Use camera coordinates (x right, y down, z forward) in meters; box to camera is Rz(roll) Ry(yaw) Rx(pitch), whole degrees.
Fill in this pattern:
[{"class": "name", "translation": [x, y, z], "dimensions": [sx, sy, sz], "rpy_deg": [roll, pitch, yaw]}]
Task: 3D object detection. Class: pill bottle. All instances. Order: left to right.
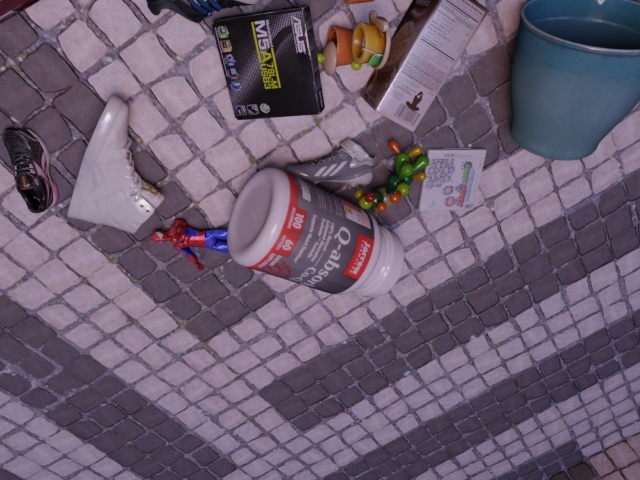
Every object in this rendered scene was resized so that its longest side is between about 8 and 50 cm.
[{"class": "pill bottle", "translation": [0.000, 0.000, 1.027], "dimensions": [0.362, 0.210, 0.210], "rpy_deg": [21, 115, -33]}]

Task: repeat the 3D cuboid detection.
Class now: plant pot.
[{"class": "plant pot", "translation": [0.505, -0.314, 0.938], "dimensions": [0.271, 0.272, 0.255], "rpy_deg": [-7, 136, -6]}]

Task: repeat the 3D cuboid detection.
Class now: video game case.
[{"class": "video game case", "translation": [0.314, -0.144, 1.127], "dimensions": [0.143, 0.019, 0.157], "rpy_deg": [-2, 120, -9]}]

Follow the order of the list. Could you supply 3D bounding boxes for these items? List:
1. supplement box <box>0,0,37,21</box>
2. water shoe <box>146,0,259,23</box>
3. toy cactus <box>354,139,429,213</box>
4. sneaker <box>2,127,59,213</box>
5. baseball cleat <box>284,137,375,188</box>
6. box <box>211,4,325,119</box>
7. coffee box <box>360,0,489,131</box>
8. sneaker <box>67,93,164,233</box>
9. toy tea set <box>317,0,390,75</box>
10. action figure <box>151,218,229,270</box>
[{"class": "supplement box", "translation": [-0.566, -0.482, 0.742], "dimensions": [0.130, 0.073, 0.240], "rpy_deg": [-25, 120, 6]}, {"class": "water shoe", "translation": [-0.211, -0.437, 0.845], "dimensions": [0.202, 0.073, 0.080], "rpy_deg": [5, 141, -8]}, {"class": "toy cactus", "translation": [0.148, -0.120, 1.049], "dimensions": [0.112, 0.219, 0.180], "rpy_deg": [40, 151, 4]}, {"class": "sneaker", "translation": [-0.579, -0.135, 0.939], "dimensions": [0.071, 0.077, 0.178], "rpy_deg": [-13, 121, -4]}, {"class": "baseball cleat", "translation": [0.022, -0.175, 1.037], "dimensions": [0.205, 0.072, 0.110], "rpy_deg": [2, 112, -21]}, {"class": "box", "translation": [-0.095, -0.331, 0.892], "dimensions": [0.184, 0.045, 0.191], "rpy_deg": [3, 124, 20]}, {"class": "coffee box", "translation": [0.191, -0.357, 0.912], "dimensions": [0.098, 0.141, 0.247], "rpy_deg": [22, 113, -21]}, {"class": "sneaker", "translation": [-0.393, -0.142, 0.960], "dimensions": [0.169, 0.108, 0.293], "rpy_deg": [20, 124, -22]}, {"class": "toy tea set", "translation": [0.050, -0.409, 0.786], "dimensions": [0.124, 0.200, 0.336], "rpy_deg": [-5, 145, -17]}, {"class": "action figure", "translation": [-0.240, 0.014, 1.057], "dimensions": [0.280, 0.139, 0.092], "rpy_deg": [4, 118, -10]}]
